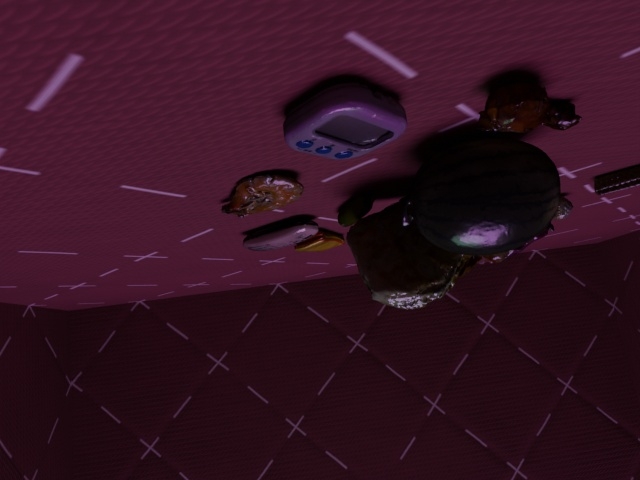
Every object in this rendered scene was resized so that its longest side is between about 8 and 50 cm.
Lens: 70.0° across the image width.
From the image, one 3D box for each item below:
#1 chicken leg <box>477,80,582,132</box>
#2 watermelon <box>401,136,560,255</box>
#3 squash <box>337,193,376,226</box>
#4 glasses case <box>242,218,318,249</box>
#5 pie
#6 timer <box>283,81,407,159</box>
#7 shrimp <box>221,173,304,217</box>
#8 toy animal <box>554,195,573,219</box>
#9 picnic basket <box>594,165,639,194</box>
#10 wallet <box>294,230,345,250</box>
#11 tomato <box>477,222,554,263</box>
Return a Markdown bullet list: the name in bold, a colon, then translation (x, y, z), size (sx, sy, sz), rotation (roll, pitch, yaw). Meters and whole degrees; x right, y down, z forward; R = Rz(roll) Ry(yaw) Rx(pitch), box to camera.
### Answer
- **chicken leg**: translation (0.419, -0.254, 0.900), size (0.304, 0.093, 0.113), rotation (-8, -171, -42)
- **watermelon**: translation (0.371, -0.102, 1.086), size (0.359, 0.279, 0.279), rotation (-4, 169, 6)
- **squash**: translation (0.107, -0.092, 1.487), size (0.069, 0.069, 0.258), rotation (-4, 167, -18)
- **glasses case**: translation (-0.147, -0.017, 1.657), size (0.314, 0.075, 0.122), rotation (-15, 163, 32)
- **pie**: translation (0.272, 0.001, 1.325), size (0.417, 0.395, 0.181), rotation (-25, 129, -13)
- **timer**: translation (0.045, -0.215, 0.846), size (0.208, 0.069, 0.190), rotation (6, 162, -45)
- **shrimp**: translation (-0.175, -0.117, 1.219), size (0.294, 0.062, 0.154), rotation (-20, 151, 37)
- **toy animal**: translation (0.926, -0.130, 1.814), size (0.098, 0.098, 0.137), rotation (3, -179, -43)
- **picnic basket**: translation (1.046, -0.211, 1.567), size (0.193, 0.055, 0.110), rotation (-16, 165, 35)
- **wallet**: translation (0.000, 0.000, 1.893), size (0.141, 0.067, 0.241), rotation (-18, 170, 23)
- **tomato**: translation (0.551, -0.068, 1.465), size (0.289, 0.176, 0.335), rotation (-33, -167, 22)
